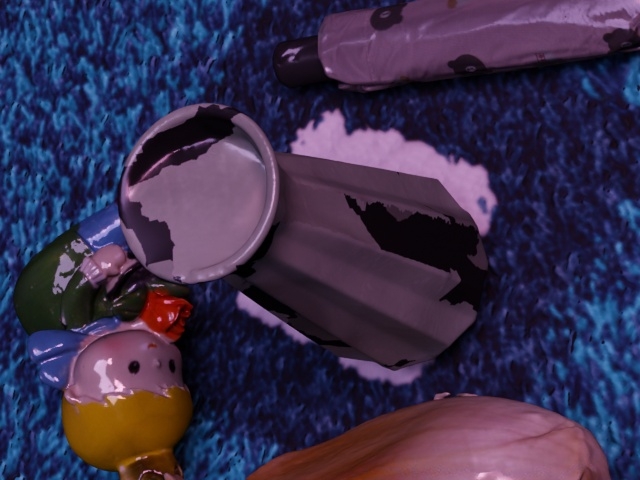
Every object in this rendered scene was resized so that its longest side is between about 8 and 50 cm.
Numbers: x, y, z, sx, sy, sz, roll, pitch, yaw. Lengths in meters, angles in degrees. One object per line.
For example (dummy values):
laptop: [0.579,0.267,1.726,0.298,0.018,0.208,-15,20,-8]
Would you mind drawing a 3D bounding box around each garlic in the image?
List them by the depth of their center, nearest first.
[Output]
garlic: [0.060,0.249,1.072,0.313,0.249,0.286,-10,58,3]

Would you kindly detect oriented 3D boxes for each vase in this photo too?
vase: [0.000,0.000,1.061,0.165,0.360,0.165,-5,78,24]

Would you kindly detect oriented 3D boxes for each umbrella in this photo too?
umbrella: [0.116,-0.168,1.206,0.337,0.067,0.073,-5,67,25]

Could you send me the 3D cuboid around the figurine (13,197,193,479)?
figurine: [-0.157,0.091,1.261,0.185,0.127,0.234,-36,57,6]
